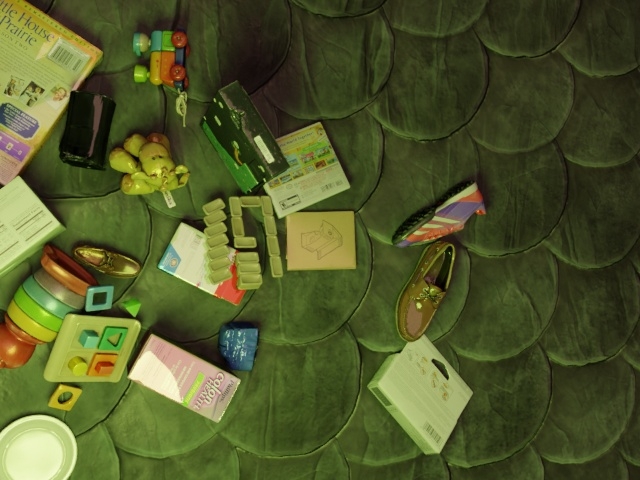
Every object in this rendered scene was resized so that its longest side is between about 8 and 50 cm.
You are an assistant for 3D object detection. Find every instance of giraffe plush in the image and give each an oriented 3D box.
[{"bbox_3d":[-0.422,-0.183,1.699,0.181,0.170,0.210,-42,98,-15],"label":"giraffe plush"}]

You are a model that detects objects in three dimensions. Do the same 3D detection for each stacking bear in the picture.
[{"bbox_3d":[-0.684,0.178,1.616,0.164,0.175,0.289,41,86,-22],"label":"stacking bear"}]

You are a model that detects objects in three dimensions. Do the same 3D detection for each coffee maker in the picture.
[{"bbox_3d":[-0.569,-0.273,1.660,0.120,0.171,0.178,9,86,-26],"label":"coffee maker"}]

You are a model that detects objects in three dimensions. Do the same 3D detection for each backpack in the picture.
[{"bbox_3d":[-0.219,0.281,1.774,0.101,0.098,0.120,3,95,-18],"label":"backpack"}]

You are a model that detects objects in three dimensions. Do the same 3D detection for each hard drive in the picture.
[{"bbox_3d":[-0.196,-0.243,1.682,0.064,0.339,0.237,-33,96,-17],"label":"hard drive"}]

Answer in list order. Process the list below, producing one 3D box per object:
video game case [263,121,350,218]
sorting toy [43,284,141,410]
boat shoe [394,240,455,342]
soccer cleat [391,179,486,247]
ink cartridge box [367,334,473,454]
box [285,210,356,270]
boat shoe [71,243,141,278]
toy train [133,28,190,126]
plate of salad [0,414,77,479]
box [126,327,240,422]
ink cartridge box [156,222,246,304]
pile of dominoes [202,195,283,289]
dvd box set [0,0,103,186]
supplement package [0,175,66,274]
[{"bbox_3d":[-0.058,-0.197,1.872,0.226,0.026,0.207,-24,88,-15],"label":"video game case"},{"bbox_3d":[-0.548,0.273,1.638,0.195,0.047,0.348,14,104,-44],"label":"sorting toy"},{"bbox_3d":[0.300,0.141,1.919,0.110,0.104,0.308,22,78,-14],"label":"boat shoe"},{"bbox_3d":[0.349,-0.053,1.956,0.318,0.108,0.117,-34,101,-18],"label":"soccer cleat"},{"bbox_3d":[0.292,0.430,1.936,0.275,0.060,0.239,50,51,-8],"label":"ink cartridge box"},{"bbox_3d":[0.000,0.000,1.891,0.201,0.021,0.165,-1,87,-16],"label":"box"},{"bbox_3d":[-0.543,0.054,1.708,0.177,0.060,0.064,19,82,-15],"label":"boat shoe"},{"bbox_3d":[-0.420,-0.425,1.755,0.143,0.105,0.248,2,86,-6],"label":"toy train"},{"bbox_3d":[-0.700,0.526,1.645,0.199,0.048,0.200,2,86,-27],"label":"plate of salad"},{"bbox_3d":[-0.345,0.329,1.672,0.242,0.213,0.117,30,79,-13],"label":"box"},{"bbox_3d":[-0.296,0.065,1.770,0.231,0.078,0.134,29,78,-13],"label":"ink cartridge box"},{"bbox_3d":[-0.209,0.004,1.761,0.195,0.040,0.251,-1,67,-22],"label":"pile of dominoes"},{"bbox_3d":[-0.783,-0.380,1.661,0.307,0.062,0.421,32,79,-12],"label":"dvd box set"},{"bbox_3d":[-0.754,-0.006,1.575,0.262,0.204,0.145,-40,99,-14],"label":"supplement package"}]
